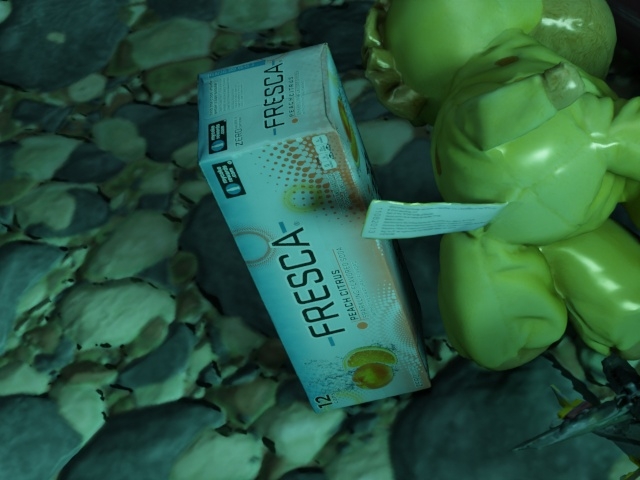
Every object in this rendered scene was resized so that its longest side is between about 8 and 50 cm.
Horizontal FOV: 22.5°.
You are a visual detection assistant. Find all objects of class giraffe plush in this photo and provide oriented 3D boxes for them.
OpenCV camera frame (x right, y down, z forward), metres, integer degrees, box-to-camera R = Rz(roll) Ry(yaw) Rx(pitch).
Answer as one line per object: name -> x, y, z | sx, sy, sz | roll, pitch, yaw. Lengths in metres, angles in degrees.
giraffe plush -> 0.090, -0.059, 0.732 | 0.210, 0.181, 0.170 | 13, 40, -32

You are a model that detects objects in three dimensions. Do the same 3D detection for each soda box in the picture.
soda box -> 0.000, 0.000, 0.733 | 0.063, 0.183, 0.058 | -13, 45, 8

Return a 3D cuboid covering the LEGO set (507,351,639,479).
LEGO set -> 0.245, 0.057, 0.557 | 0.331, 0.192, 0.255 | -27, 18, 0

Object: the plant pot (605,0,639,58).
plant pot -> 0.219, -0.151, 0.814 | 0.201, 0.201, 0.180 | -37, 34, -16
